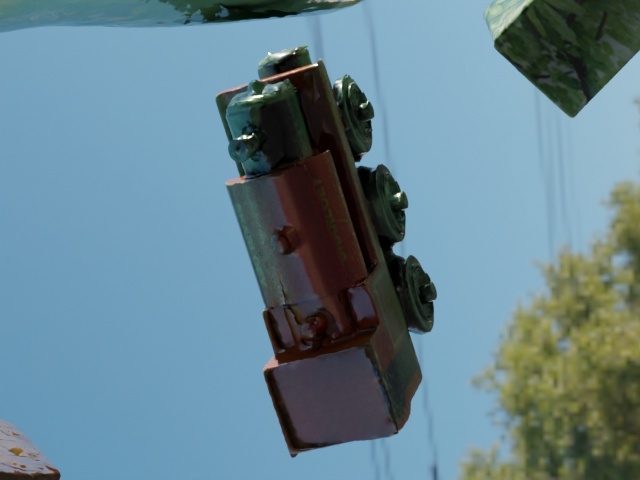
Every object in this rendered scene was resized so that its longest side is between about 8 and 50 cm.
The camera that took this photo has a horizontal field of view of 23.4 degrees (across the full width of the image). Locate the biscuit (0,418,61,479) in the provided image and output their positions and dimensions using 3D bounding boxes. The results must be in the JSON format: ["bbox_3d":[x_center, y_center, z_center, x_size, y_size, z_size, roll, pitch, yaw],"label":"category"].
[{"bbox_3d":[-0.370,0.128,1.165,0.359,0.359,0.046,27,-96,-63],"label":"biscuit"}]

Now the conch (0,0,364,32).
[{"bbox_3d":[-0.044,-0.151,0.588,0.251,0.143,0.137,-16,-76,-53],"label":"conch"}]

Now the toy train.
[{"bbox_3d":[0.000,0.000,0.711,0.118,0.074,0.175,-49,-57,-69],"label":"toy train"}]

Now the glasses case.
[{"bbox_3d":[0.194,-0.182,0.747,0.062,0.272,0.095,42,-165,-9],"label":"glasses case"}]
